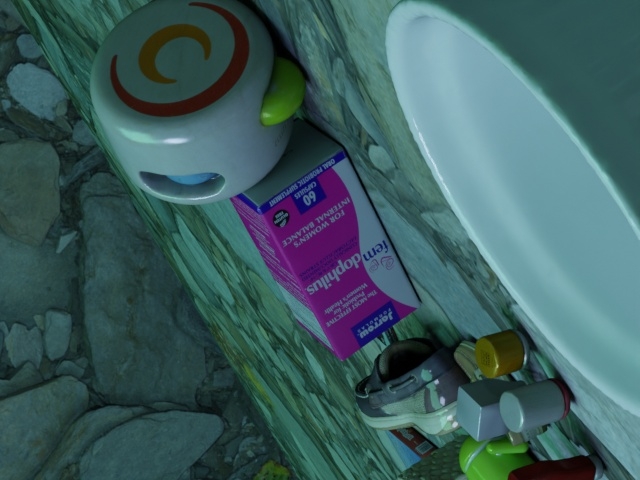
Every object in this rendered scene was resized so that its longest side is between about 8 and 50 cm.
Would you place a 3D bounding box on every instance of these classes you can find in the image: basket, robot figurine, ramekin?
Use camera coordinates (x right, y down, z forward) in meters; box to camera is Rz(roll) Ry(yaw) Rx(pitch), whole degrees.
[{"bbox_3d":[0.170,0.291,2.077,0.103,0.113,0.167,61,168,-8],"label":"basket"},{"bbox_3d":[0.193,0.245,1.950,0.115,0.067,0.101,50,162,29],"label":"robot figurine"},{"bbox_3d":[0.168,-0.047,1.007,0.277,0.135,0.277,53,169,16],"label":"ramekin"}]

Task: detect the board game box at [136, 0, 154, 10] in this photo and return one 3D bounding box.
[{"bbox_3d":[-0.104,-0.143,2.154,0.317,0.046,0.213,41,163,52],"label":"board game box"}]

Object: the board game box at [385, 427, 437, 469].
[{"bbox_3d":[0.179,0.369,2.491,0.281,0.027,0.145,61,170,-24],"label":"board game box"}]

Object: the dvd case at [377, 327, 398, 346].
[{"bbox_3d":[0.054,0.075,2.198,0.087,0.013,0.119,43,163,49],"label":"dvd case"}]

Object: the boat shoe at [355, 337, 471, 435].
[{"bbox_3d":[0.102,0.151,2.004,0.092,0.103,0.285,63,166,-6],"label":"boat shoe"}]

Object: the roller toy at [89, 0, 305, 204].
[{"bbox_3d":[-0.129,-0.142,1.869,0.209,0.191,0.146,48,168,33],"label":"roller toy"}]

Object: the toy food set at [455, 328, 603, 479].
[{"bbox_3d":[0.199,0.188,1.725,0.111,0.104,0.232,42,137,50],"label":"toy food set"}]

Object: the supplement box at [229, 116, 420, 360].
[{"bbox_3d":[0.000,0.000,1.946,0.114,0.111,0.220,39,161,55],"label":"supplement box"}]

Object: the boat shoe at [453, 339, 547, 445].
[{"bbox_3d":[0.169,0.151,1.831,0.135,0.045,0.050,46,166,41],"label":"boat shoe"}]
